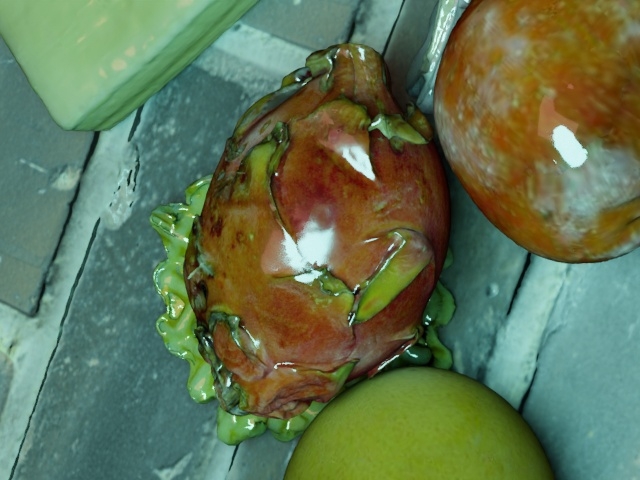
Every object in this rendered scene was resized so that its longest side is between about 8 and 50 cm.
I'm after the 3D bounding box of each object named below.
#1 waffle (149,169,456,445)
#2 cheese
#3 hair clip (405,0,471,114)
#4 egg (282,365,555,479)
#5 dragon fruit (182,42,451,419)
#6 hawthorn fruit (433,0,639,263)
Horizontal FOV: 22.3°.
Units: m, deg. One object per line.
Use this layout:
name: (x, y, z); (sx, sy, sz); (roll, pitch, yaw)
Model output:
waffle: (-0.019, 0.045, 1.583); (0.317, 0.073, 0.297); (-24, 78, 23)
cheese: (-0.206, -0.281, 1.657); (0.265, 0.124, 0.242); (-39, 76, 23)
hair clip: (0.130, -0.241, 1.475); (0.075, 0.146, 0.257); (10, 100, -14)
egg: (0.084, 0.271, 1.423); (0.250, 0.250, 0.323); (7, 95, 28)
dragon fruit: (0.001, -0.004, 1.400); (0.250, 0.250, 0.315); (-12, 65, 27)
hawthorn fruit: (0.233, -0.119, 1.343); (0.284, 0.284, 0.284); (0, 89, 28)
